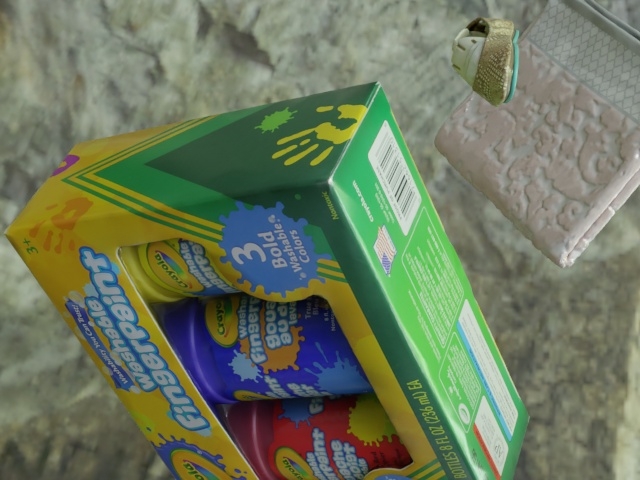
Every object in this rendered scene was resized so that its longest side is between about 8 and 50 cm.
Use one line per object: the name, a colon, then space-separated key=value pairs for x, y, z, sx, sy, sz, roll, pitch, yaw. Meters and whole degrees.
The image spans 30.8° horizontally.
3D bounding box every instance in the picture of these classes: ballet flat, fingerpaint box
ballet flat: x=0.167 y=-0.186 z=1.189 sx=0.067 sy=0.206 sz=0.073 roll=14 pitch=-71 yaw=4
fingerpaint box: x=-0.041 y=0.094 z=1.187 sx=0.371 sy=0.163 sz=0.444 roll=-7 pitch=-54 yaw=30

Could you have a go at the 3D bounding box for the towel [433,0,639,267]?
towel: x=0.341 y=-0.172 z=1.639 sx=0.053 sy=0.332 sz=0.317 roll=25 pitch=-71 yaw=-41
